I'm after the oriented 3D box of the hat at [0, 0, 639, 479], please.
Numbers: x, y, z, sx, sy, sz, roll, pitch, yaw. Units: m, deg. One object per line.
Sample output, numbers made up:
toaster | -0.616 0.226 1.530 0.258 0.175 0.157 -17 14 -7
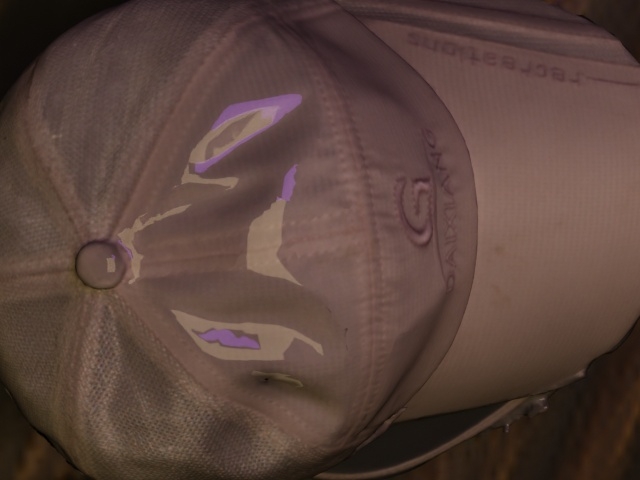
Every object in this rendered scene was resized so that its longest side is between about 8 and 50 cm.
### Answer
hat | 0.007 -0.001 0.572 0.275 0.161 0.232 -5 100 -15
